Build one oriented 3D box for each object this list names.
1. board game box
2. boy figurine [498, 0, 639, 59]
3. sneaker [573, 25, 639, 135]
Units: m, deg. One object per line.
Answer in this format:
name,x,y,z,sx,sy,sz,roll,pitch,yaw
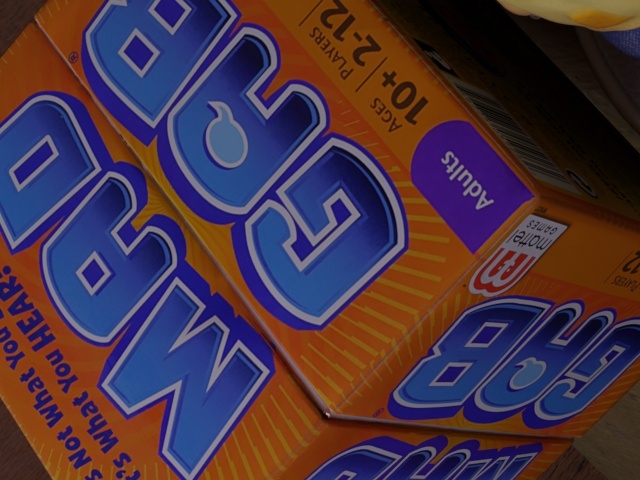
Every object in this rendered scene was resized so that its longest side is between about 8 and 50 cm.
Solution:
board game box,0.000,0.000,1.242,0.356,0.356,0.356,51,-161,27
boy figurine,0.150,-0.142,0.981,0.285,0.092,0.177,19,176,-35
sneaker,0.250,-0.075,1.183,0.256,0.094,0.151,43,175,-5
